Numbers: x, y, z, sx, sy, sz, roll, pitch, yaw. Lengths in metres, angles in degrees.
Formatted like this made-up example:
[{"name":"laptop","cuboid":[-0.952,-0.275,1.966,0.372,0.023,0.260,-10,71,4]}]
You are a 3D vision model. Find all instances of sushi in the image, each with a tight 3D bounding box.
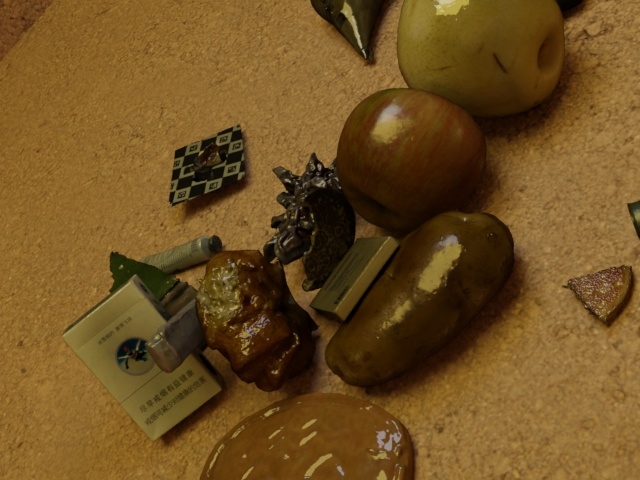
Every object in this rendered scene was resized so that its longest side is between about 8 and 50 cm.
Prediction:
[{"name":"sushi","cuboid":[-0.250,-0.160,2.159,0.193,0.040,0.210,-20,41,12]}]

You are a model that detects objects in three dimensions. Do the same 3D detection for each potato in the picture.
[{"name":"potato","cuboid":[0.156,0.091,1.528,0.369,0.176,0.195,-45,62,1]}]

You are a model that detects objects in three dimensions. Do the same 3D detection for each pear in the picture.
[{"name":"pear","cuboid":[0.289,-0.363,1.720,0.309,0.309,0.309,-21,44,22]}]

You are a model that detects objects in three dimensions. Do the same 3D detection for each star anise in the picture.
[{"name":"star anise","cuboid":[-0.024,-0.070,1.822,0.282,0.129,0.212,-51,27,18]}]

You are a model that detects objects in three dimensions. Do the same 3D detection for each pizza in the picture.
[{"name":"pizza","cuboid":[0.433,0.073,1.426,0.099,0.029,0.100,-33,42,-4]}]

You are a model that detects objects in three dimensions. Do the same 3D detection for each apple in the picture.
[{"name":"apple","cuboid":[0.149,-0.137,1.665,0.264,0.264,0.264,-21,44,22]}]

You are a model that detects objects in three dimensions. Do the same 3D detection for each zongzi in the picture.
[{"name":"zongzi","cuboid":[0.130,-0.564,2.175,0.260,0.123,0.289,-38,50,-1]}]

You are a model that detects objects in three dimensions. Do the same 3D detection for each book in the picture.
[{"name":"book","cuboid":[0.052,0.063,1.626,0.161,0.026,0.231,-54,9,-7]}]

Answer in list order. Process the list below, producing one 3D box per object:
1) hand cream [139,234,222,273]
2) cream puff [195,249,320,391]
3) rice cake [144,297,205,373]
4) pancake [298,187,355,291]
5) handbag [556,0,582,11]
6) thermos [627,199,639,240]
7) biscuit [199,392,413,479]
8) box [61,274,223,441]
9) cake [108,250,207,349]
[{"name":"hand cream","cuboid":[-0.309,0.039,2.024,0.234,0.050,0.080,-18,45,31]},{"name":"cream puff","cuboid":[-0.115,0.132,1.629,0.155,0.241,0.269,-31,74,14]},{"name":"rice cake","cuboid":[-0.208,0.132,1.716,0.056,0.072,0.365,-24,10,27]},{"name":"pancake","cuboid":[0.000,0.000,1.708,0.020,0.184,0.190,20,85,40]},{"name":"handbag","cuboid":[0.382,-0.502,1.938,0.275,0.088,0.244,-24,45,15]},{"name":"thermos","cuboid":[0.560,-0.049,1.407,0.188,0.083,0.073,-19,66,22]},{"name":"biscuit","cuboid":[-0.040,0.402,1.469,0.385,0.062,0.365,-16,47,27]},{"name":"box","cuboid":[-0.318,0.212,1.710,0.164,0.256,0.069,-38,10,3]},{"name":"cake","cuboid":[-0.352,0.140,1.876,0.284,0.158,0.172,21,70,48]}]
